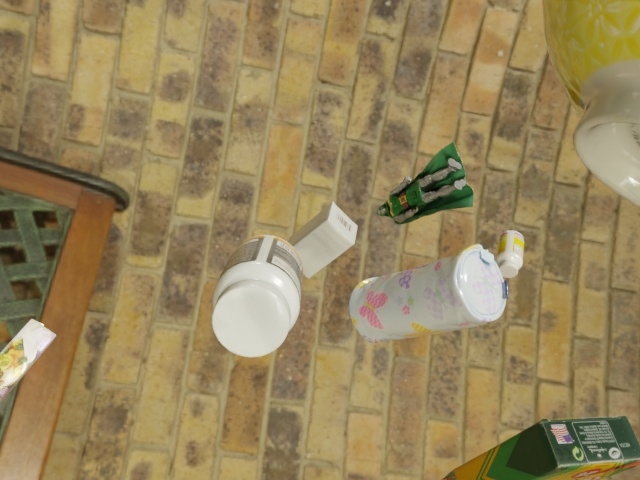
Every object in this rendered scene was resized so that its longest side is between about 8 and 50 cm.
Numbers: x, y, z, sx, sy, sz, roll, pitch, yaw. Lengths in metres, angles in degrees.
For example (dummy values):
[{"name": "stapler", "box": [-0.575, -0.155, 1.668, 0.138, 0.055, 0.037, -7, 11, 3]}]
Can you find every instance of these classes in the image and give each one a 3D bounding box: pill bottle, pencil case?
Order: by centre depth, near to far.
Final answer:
[{"name": "pencil case", "box": [0.166, 0.093, 0.930, 0.273, 0.113, 0.124, -25, -121, 49]}, {"name": "pill bottle", "box": [0.322, 0.024, 0.958, 0.043, 0.043, 0.083, 108, 5, -46]}, {"name": "pill bottle", "box": [-0.116, 0.099, 1.072, 0.278, 0.162, 0.162, -87, -172, -73]}]

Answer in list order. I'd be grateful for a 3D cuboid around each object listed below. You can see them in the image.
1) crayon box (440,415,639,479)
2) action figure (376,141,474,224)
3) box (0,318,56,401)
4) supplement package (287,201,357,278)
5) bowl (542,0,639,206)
[{"name": "crayon box", "box": [0.391, 0.420, 1.031, 0.319, 0.202, 0.081, 121, -34, -46]}, {"name": "action figure", "box": [0.202, -0.094, 1.178, 0.232, 0.063, 0.137, -29, -114, 49]}, {"name": "box", "box": [-0.646, 0.297, 1.088, 0.067, 0.063, 0.324, -38, -162, 49]}, {"name": "supplement package", "box": [0.000, 0.000, 1.550, 0.179, 0.105, 0.105, -38, -161, 26]}, {"name": "bowl", "box": [0.235, -0.097, 0.313, 0.156, 0.289, 0.289, -55, -171, -2]}]
